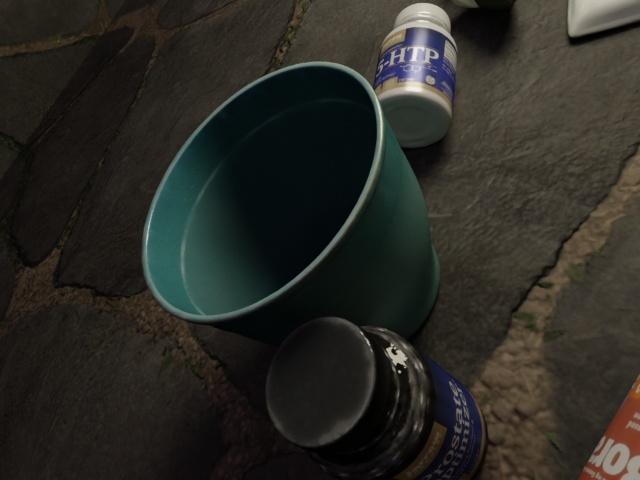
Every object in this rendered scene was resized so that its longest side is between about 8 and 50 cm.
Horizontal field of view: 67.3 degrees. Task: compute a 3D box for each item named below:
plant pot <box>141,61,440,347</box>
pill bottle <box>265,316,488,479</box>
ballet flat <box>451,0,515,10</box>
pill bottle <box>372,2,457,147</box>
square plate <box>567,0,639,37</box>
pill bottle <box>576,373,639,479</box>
[{"bbox_3d":[0.000,0.000,0.526,0.272,0.255,0.271,-18,54,27],"label":"plant pot"},{"bbox_3d":[0.055,0.147,0.415,0.123,0.219,0.122,-19,53,26],"label":"pill bottle"},{"bbox_3d":[0.241,-0.415,0.736,0.096,0.095,0.280,-23,40,37],"label":"ballet flat"},{"bbox_3d":[0.134,-0.236,0.678,0.112,0.112,0.186,-7,59,34],"label":"pill bottle"},{"bbox_3d":[0.486,-0.432,0.584,0.344,0.049,0.347,-6,60,35],"label":"square plate"},{"bbox_3d":[0.232,0.198,0.319,0.121,0.121,0.216,29,81,44],"label":"pill bottle"}]
